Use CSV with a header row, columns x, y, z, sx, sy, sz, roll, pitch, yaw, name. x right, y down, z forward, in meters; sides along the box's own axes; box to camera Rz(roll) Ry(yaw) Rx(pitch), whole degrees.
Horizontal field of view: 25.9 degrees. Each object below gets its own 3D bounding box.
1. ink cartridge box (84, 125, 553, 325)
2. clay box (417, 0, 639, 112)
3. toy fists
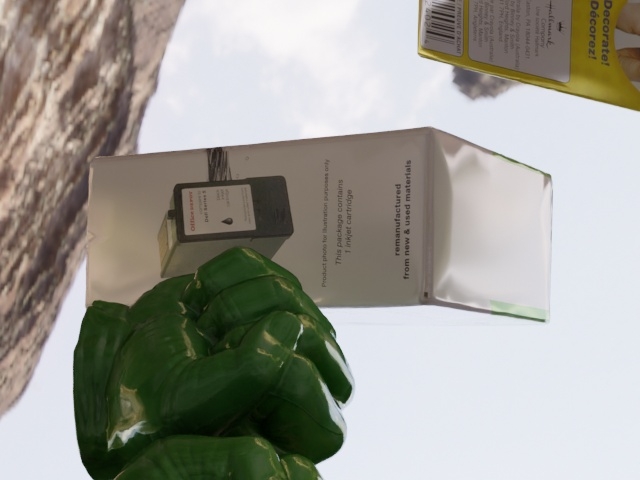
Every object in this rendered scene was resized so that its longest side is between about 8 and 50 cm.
x,y,z,sx,sy,sz,roll,pitch,yaw,name
0.000,0.000,0.975,0.198,0.272,0.115,11,-102,-57,ink cartridge box
0.125,-0.089,0.342,0.222,0.128,0.053,21,-148,38,clay box
-0.056,0.112,0.681,0.142,0.096,0.279,-8,-141,7,toy fists
